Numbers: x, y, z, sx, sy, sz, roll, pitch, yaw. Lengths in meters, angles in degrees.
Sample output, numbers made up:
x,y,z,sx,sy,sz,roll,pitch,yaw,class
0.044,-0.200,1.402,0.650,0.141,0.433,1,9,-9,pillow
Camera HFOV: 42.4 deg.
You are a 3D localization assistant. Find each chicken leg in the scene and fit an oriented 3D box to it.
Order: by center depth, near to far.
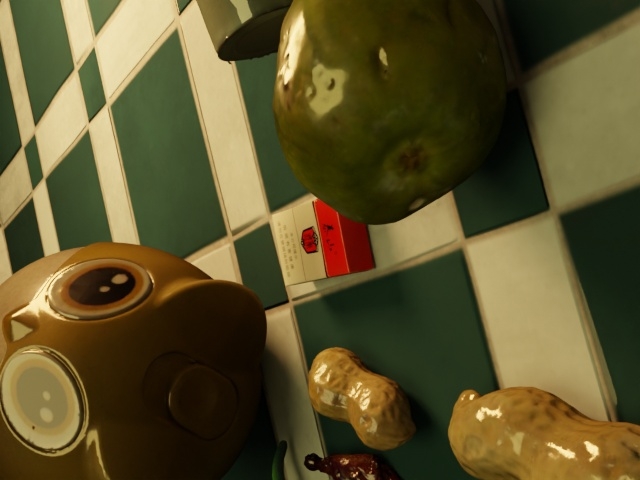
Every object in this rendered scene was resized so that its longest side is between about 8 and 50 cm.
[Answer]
x,y,z,sx,sy,sz,roll,pitch,yaw,class
0.052,0.313,1.042,0.205,0.053,0.093,41,131,43,chicken leg

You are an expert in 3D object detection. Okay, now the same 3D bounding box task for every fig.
x,y,z,sx,sy,sz,roll,pitch,yaw,class
0.037,-0.179,0.796,0.314,0.233,0.233,58,140,21,fig

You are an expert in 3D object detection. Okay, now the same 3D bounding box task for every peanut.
x,y,z,sx,sy,sz,roll,pitch,yaw,class
0.210,0.197,0.744,0.263,0.101,0.117,19,93,53,peanut
0.044,0.191,0.995,0.192,0.089,0.089,23,116,52,peanut

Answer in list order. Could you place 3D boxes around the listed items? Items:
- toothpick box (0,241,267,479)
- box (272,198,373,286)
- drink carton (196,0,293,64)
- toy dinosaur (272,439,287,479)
x,y,z,sx,sy,sz,roll,pitch,yaw,class
-0.300,0.201,1.210,0.425,0.408,0.409,0,98,46,toothpick box
0.000,0.000,1.052,0.152,0.048,0.100,-16,86,58,box
-0.084,-0.338,0.993,0.185,0.191,0.190,-31,82,51,drink carton
0.083,0.434,0.992,0.374,0.143,0.500,-36,57,37,toy dinosaur
